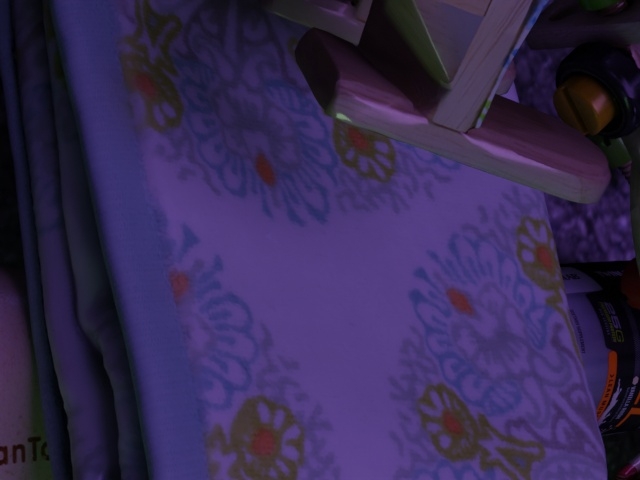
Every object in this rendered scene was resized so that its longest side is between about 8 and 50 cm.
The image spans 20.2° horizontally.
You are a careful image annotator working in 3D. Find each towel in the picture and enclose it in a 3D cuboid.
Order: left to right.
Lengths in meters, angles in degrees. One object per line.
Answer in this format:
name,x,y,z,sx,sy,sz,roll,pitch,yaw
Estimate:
towel,0.000,0.000,0.912,0.320,0.090,0.374,8,63,-40

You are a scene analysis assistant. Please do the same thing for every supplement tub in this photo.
supplement tub,0.176,0.072,1.188,0.190,0.117,0.117,-3,97,-43

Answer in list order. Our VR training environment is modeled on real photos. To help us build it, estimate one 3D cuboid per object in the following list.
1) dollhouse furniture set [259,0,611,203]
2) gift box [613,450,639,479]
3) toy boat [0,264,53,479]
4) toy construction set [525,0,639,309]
dollhouse furniture set,0.146,-0.246,0.860,0.256,0.394,0.362,17,110,-22
gift box,0.299,0.267,1.199,0.276,0.258,0.255,-42,145,-14
toy boat,-0.200,0.165,0.849,0.267,0.148,0.318,10,80,-48
toy construction set,0.232,-0.115,1.120,0.257,0.309,0.237,-39,113,0
